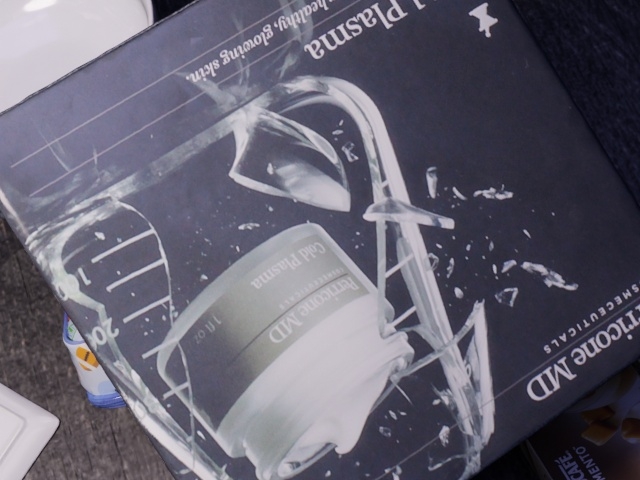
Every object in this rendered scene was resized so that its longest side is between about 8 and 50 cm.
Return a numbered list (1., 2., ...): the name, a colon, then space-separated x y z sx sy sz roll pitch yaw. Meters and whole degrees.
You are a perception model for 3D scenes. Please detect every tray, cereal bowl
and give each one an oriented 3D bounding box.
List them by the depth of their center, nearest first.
1. tray: -0.465 0.215 1.468 0.270 0.030 0.145 26 72 20
2. cereal bowl: -0.368 -0.235 1.605 0.339 0.141 0.338 -4 65 7

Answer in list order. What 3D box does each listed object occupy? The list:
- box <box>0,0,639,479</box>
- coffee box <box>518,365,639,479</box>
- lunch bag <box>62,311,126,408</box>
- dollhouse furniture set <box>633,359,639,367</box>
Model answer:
1. box: 0.000 0.000 1.140 0.480 0.297 0.471 -33 94 -11
2. coffee box: 0.287 0.211 1.247 0.141 0.098 0.246 -24 35 -1
3. lunch bag: -0.145 0.066 1.391 0.303 0.243 0.115 -22 107 -3
4. dollhouse furniture set: 0.422 0.101 1.356 0.182 0.101 0.161 -37 89 -9
